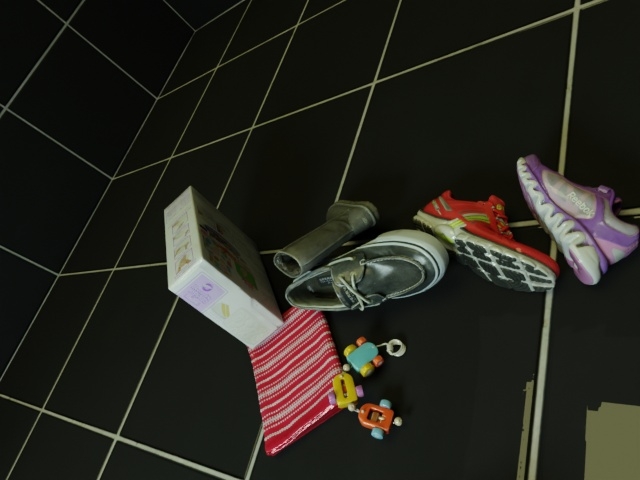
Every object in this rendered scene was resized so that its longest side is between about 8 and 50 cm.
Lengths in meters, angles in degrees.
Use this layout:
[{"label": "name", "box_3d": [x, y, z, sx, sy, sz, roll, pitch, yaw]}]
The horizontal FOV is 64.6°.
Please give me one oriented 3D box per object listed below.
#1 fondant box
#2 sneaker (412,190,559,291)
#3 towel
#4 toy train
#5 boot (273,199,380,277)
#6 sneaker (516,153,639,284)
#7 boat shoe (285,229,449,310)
[{"label": "fondant box", "box_3d": [-0.220, 0.049, 1.108, 0.096, 0.238, 0.330, -41, 34, 6]}, {"label": "sneaker", "box_3d": [0.267, -0.017, 0.813, 0.118, 0.107, 0.279, -45, 40, -7]}, {"label": "towel", "box_3d": [-0.053, 0.246, 0.973, 0.199, 0.031, 0.275, -39, 39, 14]}, {"label": "toy train", "box_3d": [0.083, 0.241, 0.833, 0.125, 0.046, 0.166, 6, 50, 18]}, {"label": "boot", "box_3d": [-0.002, -0.002, 1.003, 0.208, 0.076, 0.189, -40, 10, -21]}, {"label": "sneaker", "box_3d": [0.375, -0.049, 0.743, 0.104, 0.095, 0.236, -30, 47, 15]}, {"label": "boat shoe", "box_3d": [0.070, 0.077, 0.896, 0.335, 0.121, 0.119, -21, 16, 46]}]
